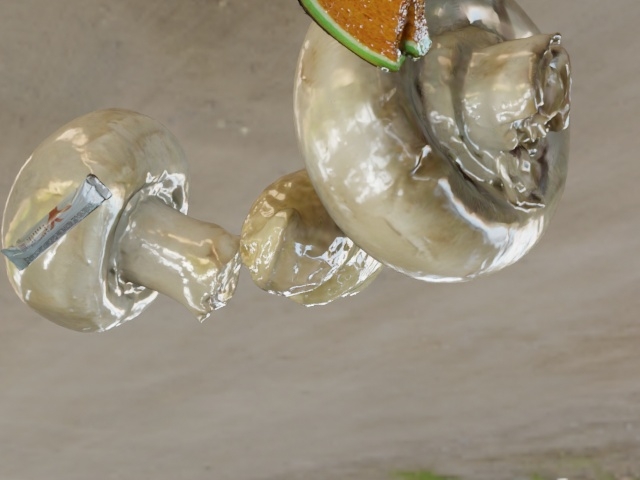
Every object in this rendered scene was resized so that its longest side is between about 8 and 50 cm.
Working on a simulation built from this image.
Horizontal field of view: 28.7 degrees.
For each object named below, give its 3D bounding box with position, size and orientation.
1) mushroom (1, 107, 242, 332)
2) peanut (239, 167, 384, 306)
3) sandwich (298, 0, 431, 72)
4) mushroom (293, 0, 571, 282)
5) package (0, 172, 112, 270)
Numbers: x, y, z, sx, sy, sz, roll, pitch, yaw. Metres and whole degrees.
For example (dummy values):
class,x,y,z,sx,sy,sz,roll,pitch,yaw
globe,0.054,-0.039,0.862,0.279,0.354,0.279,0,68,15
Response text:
class,x,y,z,sx,sy,sz,roll,pitch,yaw
mushroom,-0.236,-0.014,1.560,0.290,0.297,0.297,17,167,15
peanut,-0.001,-0.001,0.955,0.085,0.104,0.228,26,180,15
sandwich,0.021,-0.132,0.664,0.101,0.026,0.069,37,150,-10
mushroom,0.087,-0.084,0.849,0.226,0.226,0.178,13,167,-37
package,-0.238,-0.016,1.133,0.110,0.015,0.037,-42,138,-4
